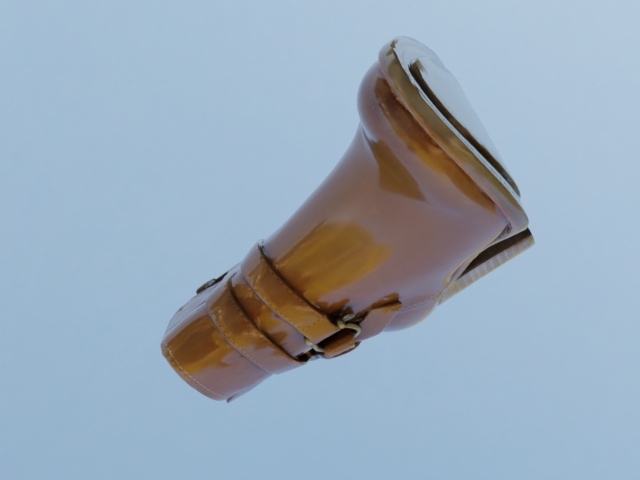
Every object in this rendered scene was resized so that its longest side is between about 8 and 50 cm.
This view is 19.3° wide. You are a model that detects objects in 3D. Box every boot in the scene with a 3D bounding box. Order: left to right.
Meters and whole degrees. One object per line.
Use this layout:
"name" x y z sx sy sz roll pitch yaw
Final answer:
"boot" 0.000 0.000 1.062 0.220 0.283 0.109 -28 -104 3
